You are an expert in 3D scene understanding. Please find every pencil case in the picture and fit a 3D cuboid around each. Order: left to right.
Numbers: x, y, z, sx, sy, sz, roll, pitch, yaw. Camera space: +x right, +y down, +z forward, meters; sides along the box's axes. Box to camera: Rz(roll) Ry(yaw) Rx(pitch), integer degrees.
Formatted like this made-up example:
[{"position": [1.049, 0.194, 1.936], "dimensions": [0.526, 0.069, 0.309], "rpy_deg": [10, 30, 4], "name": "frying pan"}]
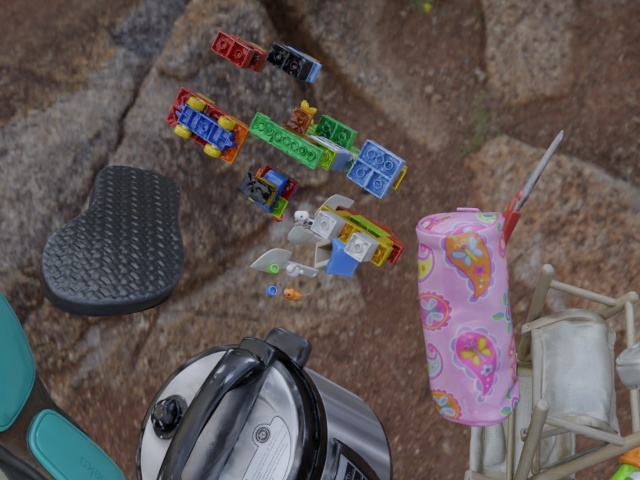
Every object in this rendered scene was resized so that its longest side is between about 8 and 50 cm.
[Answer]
[{"position": [0.196, 0.102, 1.380], "dimensions": [0.124, 0.124, 0.284], "rpy_deg": [-14, 106, -16], "name": "pencil case"}]

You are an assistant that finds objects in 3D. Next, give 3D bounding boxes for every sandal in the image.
[{"position": [-0.264, 0.020, 1.403], "dimensions": [0.167, 0.107, 0.446], "rpy_deg": [15, 21, -5], "name": "sandal"}]

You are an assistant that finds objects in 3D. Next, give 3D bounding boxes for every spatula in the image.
[{"position": [0.000, 0.000, 1.591], "dimensions": [0.168, 0.242, 0.019], "rpy_deg": [-45, 71, 9], "name": "spatula"}]

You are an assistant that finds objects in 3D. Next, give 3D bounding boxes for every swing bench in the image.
[{"position": [0.336, 0.218, 1.527], "dimensions": [0.165, 0.255, 0.253], "rpy_deg": [18, 50, -9], "name": "swing bench"}]

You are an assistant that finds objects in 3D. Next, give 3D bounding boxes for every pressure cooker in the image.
[{"position": [-0.113, 0.381, 1.809], "dimensions": [0.375, 0.420, 0.370], "rpy_deg": [-25, 56, 20], "name": "pressure cooker"}]

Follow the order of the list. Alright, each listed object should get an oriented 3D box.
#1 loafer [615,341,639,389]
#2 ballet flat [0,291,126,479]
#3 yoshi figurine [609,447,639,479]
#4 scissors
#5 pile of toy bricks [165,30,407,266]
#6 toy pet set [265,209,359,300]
[{"position": [0.490, 0.159, 1.272], "dimensions": [0.319, 0.112, 0.111], "rpy_deg": [-3, 83, -30], "name": "loafer"}, {"position": [-0.263, 0.145, 0.849], "dimensions": [0.096, 0.280, 0.095], "rpy_deg": [-14, 28, 20], "name": "ballet flat"}, {"position": [0.564, 0.556, 1.885], "dimensions": [0.203, 0.203, 0.362], "rpy_deg": [39, 60, -2], "name": "yoshi figurine"}, {"position": [0.291, -0.060, 1.545], "dimensions": [0.021, 0.297, 0.109], "rpy_deg": [18, 34, -1], "name": "scissors"}, {"position": [-0.005, -0.076, 0.813], "dimensions": [0.212, 0.105, 0.118], "rpy_deg": [34, 105, 20], "name": "pile of toy bricks"}, {"position": [-0.006, 0.021, 1.432], "dimensions": [0.114, 0.065, 0.122], "rpy_deg": [13, 72, -31], "name": "toy pet set"}]
